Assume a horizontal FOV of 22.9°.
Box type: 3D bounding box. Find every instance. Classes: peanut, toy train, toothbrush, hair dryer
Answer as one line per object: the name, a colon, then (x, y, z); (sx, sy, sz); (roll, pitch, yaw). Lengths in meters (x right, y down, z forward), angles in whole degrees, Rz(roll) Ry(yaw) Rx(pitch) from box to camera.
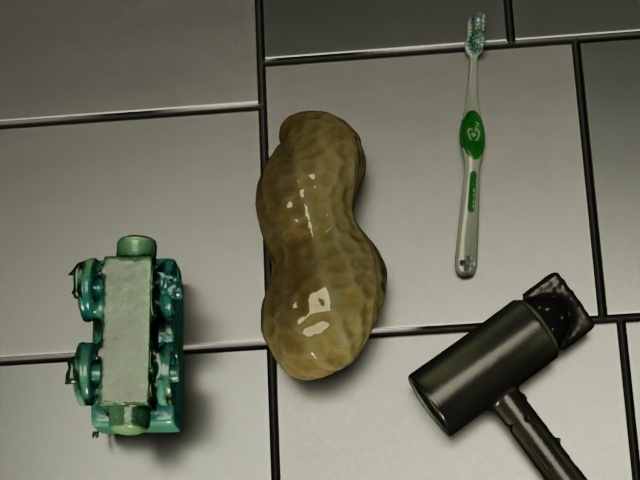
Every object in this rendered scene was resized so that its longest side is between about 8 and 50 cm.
peanut: (0.000, 0.000, 1.673); (0.136, 0.120, 0.298); (2, 71, -19)
toy train: (-0.193, 0.104, 1.633); (0.112, 0.163, 0.203); (0, 75, 3)
toothbrush: (0.166, -0.107, 1.740); (0.030, 0.030, 0.304); (3, 76, 6)
hair dryer: (0.239, 0.185, 1.630); (0.195, 0.078, 0.248); (-35, 83, -6)
